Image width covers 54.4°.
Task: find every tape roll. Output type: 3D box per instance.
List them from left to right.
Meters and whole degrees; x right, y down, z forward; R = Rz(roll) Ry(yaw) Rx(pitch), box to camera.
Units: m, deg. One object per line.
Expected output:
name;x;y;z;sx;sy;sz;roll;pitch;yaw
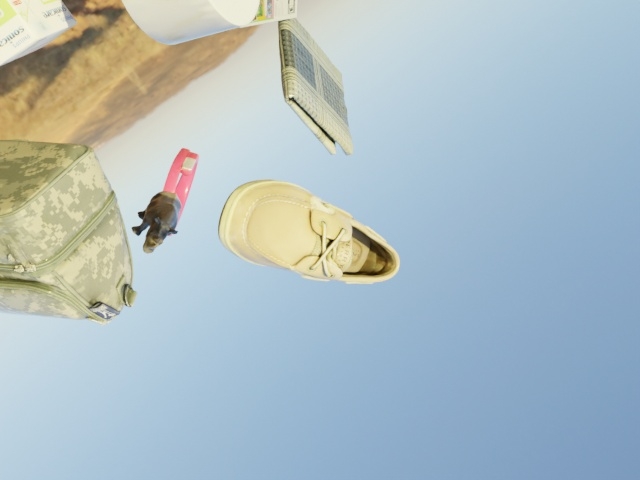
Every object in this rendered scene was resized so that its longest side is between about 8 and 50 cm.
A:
tape roll;-0.244;-0.503;1.151;0.169;0.246;0.246;-6;-150;25

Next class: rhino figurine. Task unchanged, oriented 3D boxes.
rhino figurine;-0.349;-0.039;1.341;0.106;0.073;0.243;-42;-157;8

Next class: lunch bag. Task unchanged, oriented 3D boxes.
lunch bag;-0.449;0.004;0.939;0.305;0.256;0.212;2;-139;17

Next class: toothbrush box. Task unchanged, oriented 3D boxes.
toothbrush box;-0.691;-0.543;1.325;0.122;0.283;0.206;-25;-157;17

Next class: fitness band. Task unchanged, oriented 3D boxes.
fitness band;-0.385;-0.130;1.670;0.291;0.054;0.209;-93;-157;-67

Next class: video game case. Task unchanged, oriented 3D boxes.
video game case;-0.125;-0.619;1.452;0.023;0.212;0.193;27;-141;33

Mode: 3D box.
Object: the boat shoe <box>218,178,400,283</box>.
boat shoe;0.000;0.000;0.786;0.098;0.302;0.109;21;-89;37

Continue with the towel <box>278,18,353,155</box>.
towel;-0.019;-0.409;1.657;0.056;0.324;0.312;-20;-121;24
